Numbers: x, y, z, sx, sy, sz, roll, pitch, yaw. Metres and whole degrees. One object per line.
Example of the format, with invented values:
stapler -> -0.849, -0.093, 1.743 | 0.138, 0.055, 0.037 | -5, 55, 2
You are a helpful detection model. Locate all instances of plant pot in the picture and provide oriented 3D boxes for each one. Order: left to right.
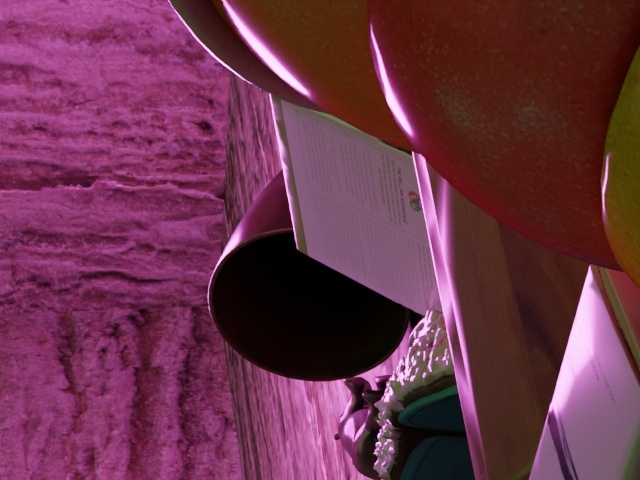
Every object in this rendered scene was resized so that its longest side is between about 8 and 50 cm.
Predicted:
plant pot -> 0.000, 0.000, 1.655 | 0.230, 0.215, 0.215 | -80, -3, -50

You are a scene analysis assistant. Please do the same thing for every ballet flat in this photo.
ballet flat -> 0.106, 0.097, 1.117 | 0.409, 0.147, 0.147 | 113, 154, -67

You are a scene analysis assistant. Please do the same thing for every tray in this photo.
tray -> 0.142, -0.053, 0.867 | 0.203, 0.076, 0.411 | -48, 40, 42

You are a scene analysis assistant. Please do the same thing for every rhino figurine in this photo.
rhino figurine -> 0.055, 0.207, 1.674 | 0.243, 0.073, 0.106 | -162, 74, -82

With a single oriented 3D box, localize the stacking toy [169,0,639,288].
stacking toy -> 0.170, -0.065, 0.476 | 0.480, 0.350, 0.351 | 56, 152, 38

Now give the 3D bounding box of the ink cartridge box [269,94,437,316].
ink cartridge box -> 0.089, -0.035, 1.242 | 0.255, 0.097, 0.189 | 27, 143, 35

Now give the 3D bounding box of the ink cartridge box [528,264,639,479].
ink cartridge box -> 0.179, 0.105, 0.652 | 0.087, 0.153, 0.208 | -103, 14, -47
